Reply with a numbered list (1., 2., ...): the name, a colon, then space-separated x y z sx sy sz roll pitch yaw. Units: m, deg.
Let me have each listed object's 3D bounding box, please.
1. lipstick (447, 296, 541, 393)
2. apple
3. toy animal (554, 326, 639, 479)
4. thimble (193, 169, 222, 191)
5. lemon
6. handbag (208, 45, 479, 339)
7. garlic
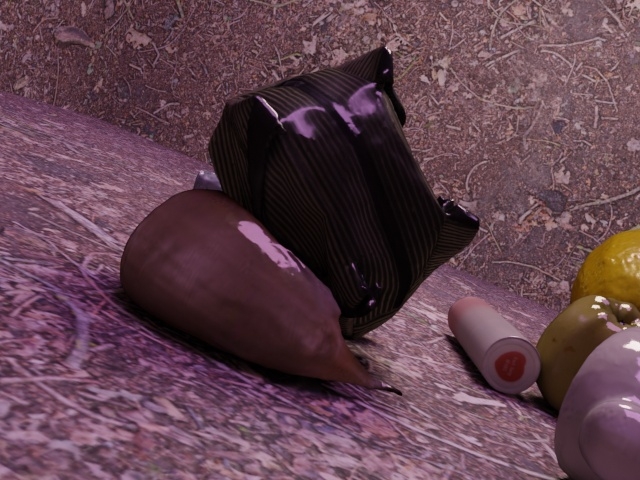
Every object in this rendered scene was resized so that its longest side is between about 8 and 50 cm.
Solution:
1. lipstick: 0.277 0.163 1.218 0.087 0.087 0.327 22 6 -2
2. apple: 0.409 0.184 1.088 0.200 0.200 0.200 22 6 -2
3. toy animal: 0.410 0.225 0.678 0.368 0.196 0.241 23 13 30
4. thimble: -0.195 -0.066 1.446 0.127 0.118 0.151 18 7 -10
5. lemon: 0.707 0.169 1.590 0.364 0.364 0.364 22 6 -2
6. handbag: 0.025 -0.059 0.887 0.340 0.247 0.240 62 -22 0
7. garlic: -0.072 0.051 0.789 0.338 0.151 0.196 27 -5 30
